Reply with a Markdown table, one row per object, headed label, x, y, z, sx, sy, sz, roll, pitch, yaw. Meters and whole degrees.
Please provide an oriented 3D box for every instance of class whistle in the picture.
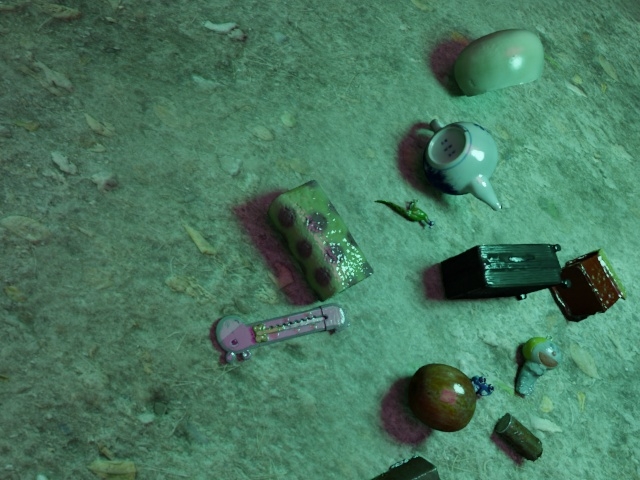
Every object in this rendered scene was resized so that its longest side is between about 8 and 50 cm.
| label | x | y | z | sx | sy | sz | roll | pitch | yaw |
| --- | --- | --- | --- | --- | --- | --- | --- | --- | --- |
| whistle | 0.718 | 0.410 | 1.553 | 0.122 | 0.123 | 0.223 | 33 | 79 | -6 |

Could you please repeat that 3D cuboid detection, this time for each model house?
| label | x | y | z | sx | sy | sz | roll | pitch | yaw |
| --- | --- | --- | --- | --- | --- | --- | --- | --- | --- |
| model house | 0.988 | 0.151 | 1.707 | 0.253 | 0.160 | 0.196 | -22 | 80 | -26 |

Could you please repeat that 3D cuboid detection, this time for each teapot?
| label | x | y | z | sx | sy | sz | roll | pitch | yaw |
| --- | --- | --- | --- | --- | --- | --- | --- | --- | --- |
| teapot | 0.498 | -0.274 | 1.645 | 0.279 | 0.252 | 0.424 | 24 | 35 | -47 |

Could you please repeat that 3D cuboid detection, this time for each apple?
| label | x | y | z | sx | sy | sz | roll | pitch | yaw |
| --- | --- | --- | --- | --- | --- | --- | --- | --- | --- |
| apple | 0.346 | 0.451 | 1.360 | 0.173 | 0.188 | 0.189 | 20 | 67 | -3 |

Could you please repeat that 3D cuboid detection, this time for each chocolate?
| label | x | y | z | sx | sy | sz | roll | pitch | yaw |
| --- | --- | --- | --- | --- | --- | --- | --- | --- | --- |
| chocolate | 0.186 | 0.691 | 1.264 | 0.320 | 0.112 | 0.112 | -13 | 79 | -23 |

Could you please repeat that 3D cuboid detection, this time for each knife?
| label | x | y | z | sx | sy | sz | roll | pitch | yaw |
| --- | --- | --- | --- | --- | --- | --- | --- | --- | --- |
| knife | -0.099 | 0.247 | 1.353 | 0.397 | 0.038 | 0.132 | -9 | 78 | -23 |

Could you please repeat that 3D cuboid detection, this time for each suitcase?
| label | x | y | z | sx | sy | sz | roll | pitch | yaw |
| --- | --- | --- | --- | --- | --- | --- | --- | --- | --- |
| suitcase | 0.594 | 0.110 | 1.539 | 0.334 | 0.229 | 0.153 | 0 | 72 | -20 |

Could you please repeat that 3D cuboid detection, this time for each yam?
| label | x | y | z | sx | sy | sz | roll | pitch | yaw |
| --- | --- | --- | --- | --- | --- | --- | --- | --- | --- |
| yam | 0.618 | 0.613 | 1.466 | 0.141 | 0.079 | 0.079 | 41 | 64 | -2 |

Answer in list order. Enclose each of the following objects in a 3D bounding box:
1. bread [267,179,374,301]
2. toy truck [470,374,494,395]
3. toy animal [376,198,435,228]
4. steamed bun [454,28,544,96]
| label | x | y | z | sx | sy | sz | roll | pitch | yaw |
| --- | --- | --- | --- | --- | --- | --- | --- | --- | --- |
| bread | 0.000 | 0.000 | 1.406 | 0.187 | 0.155 | 0.339 | -28 | 83 | -30 |
| toy truck | 0.494 | 0.475 | 1.482 | 0.073 | 0.056 | 0.090 | 44 | 77 | 4 |
| toy animal | 0.298 | -0.117 | 1.618 | 0.216 | 0.041 | 0.075 | 26 | 67 | -5 |
| steamed bun | 0.672 | -0.682 | 1.785 | 0.324 | 0.324 | 0.207 | -22 | 108 | -25 |
